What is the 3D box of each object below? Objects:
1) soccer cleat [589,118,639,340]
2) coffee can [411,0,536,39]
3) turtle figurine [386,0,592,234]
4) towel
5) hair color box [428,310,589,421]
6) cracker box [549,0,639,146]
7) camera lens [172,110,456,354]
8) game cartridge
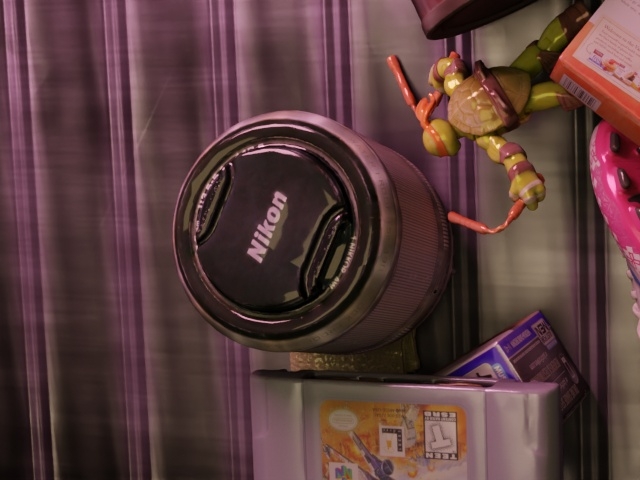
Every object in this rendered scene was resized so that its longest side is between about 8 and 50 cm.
[{"bbox_3d":[0.331,0.039,1.351,0.331,0.116,0.143,65,153,18],"label":"soccer cleat"},{"bbox_3d":[0.132,-0.356,1.328,0.201,0.201,0.275,-27,86,22],"label":"coffee can"},{"bbox_3d":[0.176,-0.146,1.372,0.217,0.087,0.269,-31,47,5],"label":"turtle figurine"},{"bbox_3d":[0.032,0.095,1.521,0.148,0.027,0.110,-2,97,21],"label":"towel"},{"bbox_3d":[0.090,0.210,1.428,0.339,0.185,0.110,-33,84,21],"label":"hair color box"},{"bbox_3d":[0.342,-0.195,1.283,0.155,0.067,0.232,39,84,7],"label":"cracker box"},{"bbox_3d":[0.000,0.000,1.368,0.219,0.274,0.219,-2,84,20],"label":"camera lens"},{"bbox_3d":[0.076,0.222,1.308,0.297,0.062,0.198,0,93,21],"label":"game cartridge"}]
